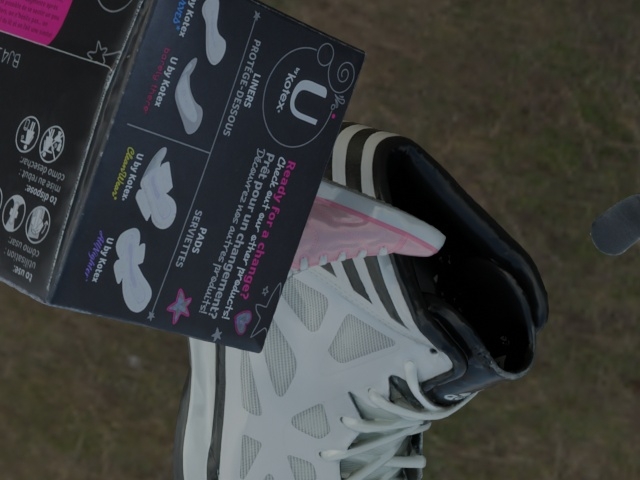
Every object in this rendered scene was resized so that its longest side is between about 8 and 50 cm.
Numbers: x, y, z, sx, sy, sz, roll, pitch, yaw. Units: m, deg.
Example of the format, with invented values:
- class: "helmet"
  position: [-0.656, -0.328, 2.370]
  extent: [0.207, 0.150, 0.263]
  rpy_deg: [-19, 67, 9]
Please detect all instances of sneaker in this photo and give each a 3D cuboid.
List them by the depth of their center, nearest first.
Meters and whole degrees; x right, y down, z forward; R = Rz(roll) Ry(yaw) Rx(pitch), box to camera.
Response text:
- class: "sneaker"
  position: [0.000, 0.000, 0.889]
  extent: [0.134, 0.070, 0.051]
  rpy_deg: [20, -177, -9]
- class: "sneaker"
  position: [0.030, 0.129, 1.087]
  extent: [0.257, 0.169, 0.448]
  rpy_deg: [13, 119, 47]

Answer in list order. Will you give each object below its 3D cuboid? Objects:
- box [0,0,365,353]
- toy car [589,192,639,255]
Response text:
- class: "box"
  position: [-0.126, -0.061, 0.775]
  extent: [0.247, 0.163, 0.142]
  rpy_deg: [21, -177, 44]
- class: "toy car"
  position: [0.252, -0.046, 0.951]
  extent: [0.155, 0.149, 0.188]
  rpy_deg: [34, 122, 14]
